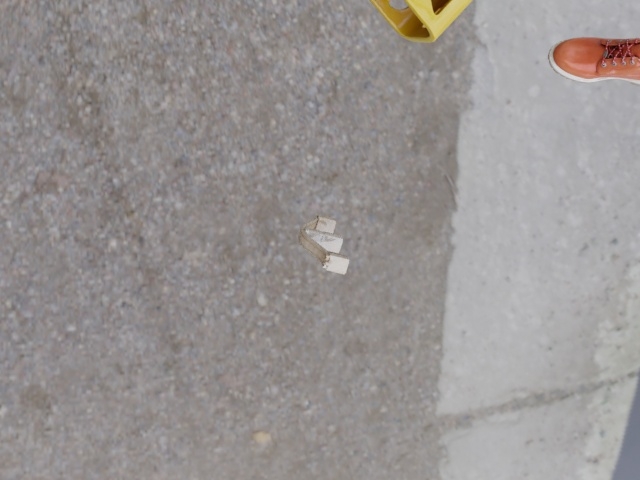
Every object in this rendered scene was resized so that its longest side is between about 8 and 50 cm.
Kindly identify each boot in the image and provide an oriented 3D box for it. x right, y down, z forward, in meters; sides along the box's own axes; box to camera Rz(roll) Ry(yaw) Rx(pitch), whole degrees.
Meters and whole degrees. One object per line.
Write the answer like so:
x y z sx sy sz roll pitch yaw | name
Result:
0.362 -0.228 1.169 0.158 0.059 0.084 6 174 5 | boot

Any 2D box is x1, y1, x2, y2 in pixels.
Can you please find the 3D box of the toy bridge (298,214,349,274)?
0.000 0.000 1.405 0.063 0.188 0.026 14 108 -10 | toy bridge

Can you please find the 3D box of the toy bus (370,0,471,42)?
0.139 -0.296 0.984 0.202 0.191 0.104 -26 119 36 | toy bus
